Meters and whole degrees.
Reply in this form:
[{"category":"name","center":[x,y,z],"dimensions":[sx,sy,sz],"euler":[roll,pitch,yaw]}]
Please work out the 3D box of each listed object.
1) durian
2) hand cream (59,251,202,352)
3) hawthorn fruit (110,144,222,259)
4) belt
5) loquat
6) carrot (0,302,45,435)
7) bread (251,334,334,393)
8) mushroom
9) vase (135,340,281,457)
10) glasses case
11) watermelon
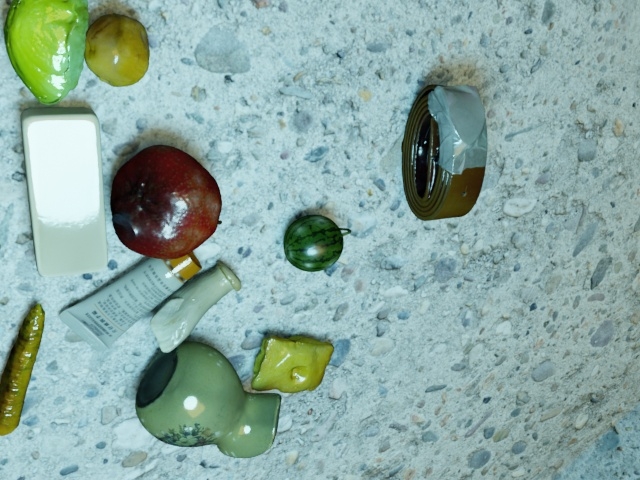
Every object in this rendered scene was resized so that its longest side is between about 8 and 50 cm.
[{"category":"durian","center":[-0.488,-0.371,1.145],"dimensions":[0.139,0.101,0.250],"euler":[7,109,-13]},{"category":"hand cream","center":[-0.412,0.127,1.431],"dimensions":[0.314,0.089,0.139],"euler":[-35,123,-5]},{"category":"hawthorn fruit","center":[-0.299,-0.063,1.338],"dimensions":[0.266,0.210,0.230],"euler":[28,92,-49]},{"category":"belt","center":[0.301,-0.215,1.571],"dimensions":[0.122,0.217,0.338],"euler":[-8,113,-26]},{"category":"loquat","center":[-0.384,-0.362,1.211],"dimensions":[0.137,0.113,0.137],"euler":[-24,119,-53]},{"category":"carrot","center":[-0.653,0.278,1.380],"dimensions":[0.066,0.066,0.314],"euler":[13,105,-32]},{"category":"bread","center":[-0.079,0.323,1.698],"dimensions":[0.233,0.088,0.160],"euler":[16,109,-35]},{"category":"mushroom","center":[-0.299,0.146,1.485],"dimensions":[0.247,0.108,0.096],"euler":[-42,123,-21]},{"category":"vase","center":[-0.300,0.408,1.542],"dimensions":[0.329,0.240,0.302],"euler":[-33,124,32]},{"category":"glasses case","center":[-0.511,-0.095,1.281],"dimensions":[0.144,0.076,0.336],"euler":[-6,115,-26]},{"category":"watermelon","center":[0.000,0.000,1.560],"dimensions":[0.187,0.141,0.140],"euler":[-21,120,-22]}]
